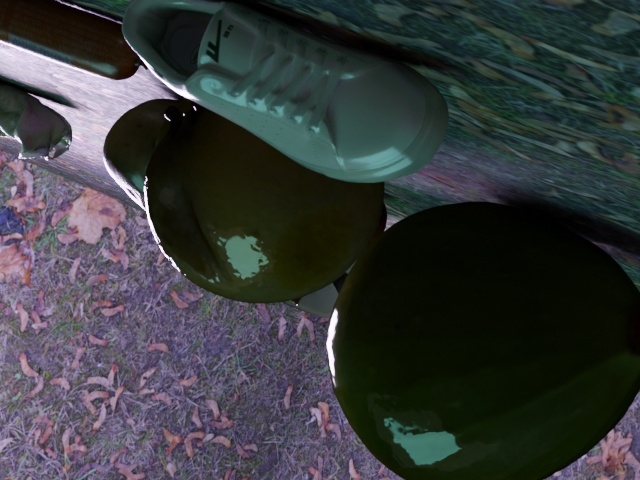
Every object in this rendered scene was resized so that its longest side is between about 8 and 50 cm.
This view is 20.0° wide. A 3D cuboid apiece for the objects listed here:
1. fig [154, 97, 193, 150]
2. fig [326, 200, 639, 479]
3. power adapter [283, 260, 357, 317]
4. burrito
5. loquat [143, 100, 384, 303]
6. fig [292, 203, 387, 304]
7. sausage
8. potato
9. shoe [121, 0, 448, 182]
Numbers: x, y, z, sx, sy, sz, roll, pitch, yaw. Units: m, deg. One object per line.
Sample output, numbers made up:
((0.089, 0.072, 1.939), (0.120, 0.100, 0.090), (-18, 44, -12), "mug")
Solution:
((-0.064, -0.052, 1.729), (0.181, 0.191, 0.181), (-10, -168, 2), "fig")
((0.178, 0.101, 1.777), (0.316, 0.316, 0.316), (21, 176, 2), "fig")
((-0.013, 0.019, 2.256), (0.130, 0.125, 0.205), (23, -167, -19), "power adapter")
((-0.456, -0.181, 2.551), (0.228, 0.089, 0.144), (21, -170, 16), "burrito")
((-0.051, -0.047, 1.523), (0.213, 0.213, 0.213), (21, 176, 2), "loquat")
((-0.002, -0.015, 2.121), (0.119, 0.153, 0.119), (45, 163, 17), "fig")
((-0.307, -0.213, 1.642), (0.347, 0.053, 0.053), (21, 176, 13), "sausage")
((-0.135, -0.080, 1.962), (0.200, 0.137, 0.155), (19, 145, 31), "potato")
((-0.036, -0.115, 1.297), (0.265, 0.095, 0.110), (21, 176, 40), "shoe")
